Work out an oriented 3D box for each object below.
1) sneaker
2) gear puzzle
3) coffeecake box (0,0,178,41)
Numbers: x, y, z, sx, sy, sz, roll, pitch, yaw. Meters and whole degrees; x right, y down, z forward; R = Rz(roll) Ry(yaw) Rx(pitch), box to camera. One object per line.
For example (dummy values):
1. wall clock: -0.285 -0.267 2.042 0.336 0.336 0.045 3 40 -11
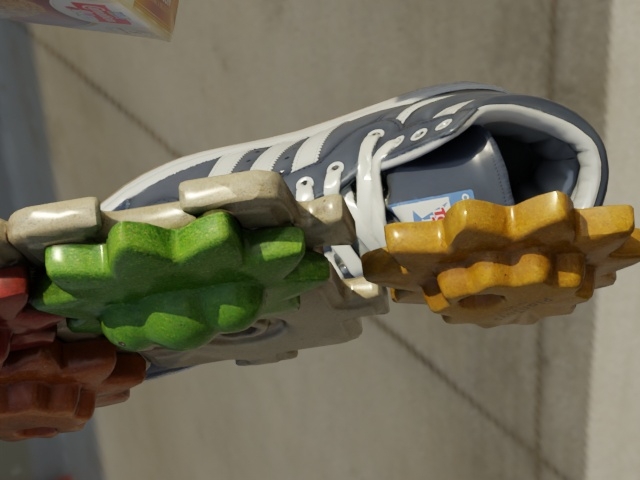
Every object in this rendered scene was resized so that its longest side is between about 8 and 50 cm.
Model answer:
1. sneaker: 0.000 0.000 0.709 0.099 0.282 0.153 69 168 -15
2. gear puzzle: -0.064 0.035 0.484 0.175 0.338 0.044 61 -159 -69
3. coffeecake box: -0.177 -0.158 0.779 0.142 0.185 0.068 23 -105 -80
